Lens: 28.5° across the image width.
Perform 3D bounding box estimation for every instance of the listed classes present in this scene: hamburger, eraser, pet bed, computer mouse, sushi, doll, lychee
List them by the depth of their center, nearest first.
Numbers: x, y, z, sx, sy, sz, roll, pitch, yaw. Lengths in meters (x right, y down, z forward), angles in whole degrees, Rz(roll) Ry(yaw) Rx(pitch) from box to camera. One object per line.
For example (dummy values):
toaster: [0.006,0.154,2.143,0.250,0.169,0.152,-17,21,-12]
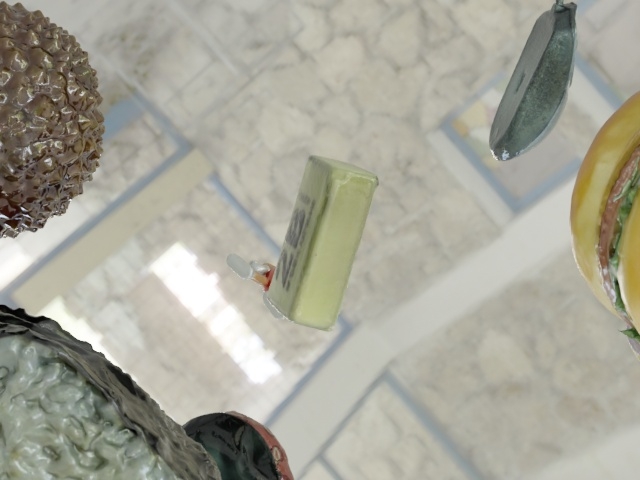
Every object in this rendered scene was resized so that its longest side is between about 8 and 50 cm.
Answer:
hamburger: [0.314,-0.010,0.918,0.246,0.246,0.170,-42,-149,4]
sushi: [-0.248,0.224,1.262,0.211,0.350,0.171,-51,-174,3]
lychee: [-0.344,-0.114,1.295,0.267,0.267,0.267,-42,-176,4]
eraser: [0.000,0.000,1.340,0.117,0.058,0.172,-143,-111,-72]
pet bed: [-0.122,0.307,1.560,0.201,0.201,0.053,-40,160,19]
computer mouse: [0.283,-0.199,1.582,0.113,0.068,0.229,-102,-148,-68]
doll: [-0.059,0.089,2.222,0.085,0.183,0.217,-55,151,17]

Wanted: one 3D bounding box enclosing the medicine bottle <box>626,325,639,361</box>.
medicine bottle: [0.417,0.103,1.471,0.122,0.122,0.212,-40,160,21]
